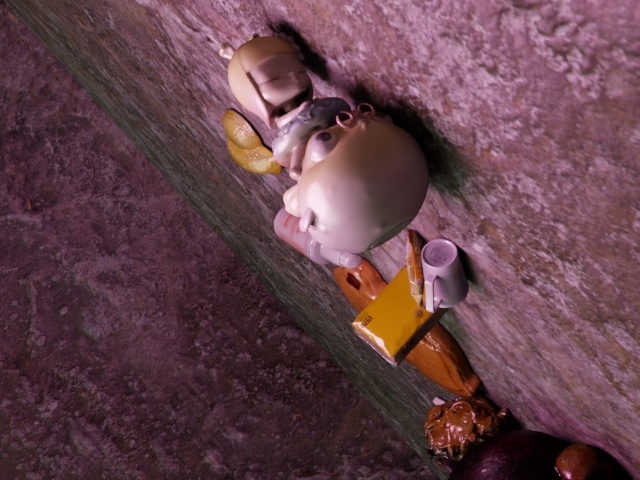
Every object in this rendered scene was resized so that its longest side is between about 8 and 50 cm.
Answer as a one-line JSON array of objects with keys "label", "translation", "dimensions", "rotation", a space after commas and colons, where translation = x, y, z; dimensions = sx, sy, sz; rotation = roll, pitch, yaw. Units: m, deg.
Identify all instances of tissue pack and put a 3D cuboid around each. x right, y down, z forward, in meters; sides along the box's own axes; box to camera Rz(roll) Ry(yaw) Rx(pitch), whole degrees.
[{"label": "tissue pack", "translation": [0.161, 0.152, 1.558], "dimensions": [0.120, 0.169, 0.082], "rotation": [40, 172, 28]}]

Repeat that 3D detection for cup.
[{"label": "cup", "translation": [0.204, 0.067, 1.309], "dimensions": [0.074, 0.104, 0.116], "rotation": [19, 151, 29]}]

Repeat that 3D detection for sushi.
[{"label": "sushi", "translation": [0.354, 0.462, 1.842], "dimensions": [0.213, 0.200, 0.204], "rotation": [25, 149, 45]}]

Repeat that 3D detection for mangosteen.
[{"label": "mangosteen", "translation": [0.447, 0.563, 1.510], "dimensions": [0.382, 0.382, 0.435], "rotation": [49, 151, -14]}]

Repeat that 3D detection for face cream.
[{"label": "face cream", "translation": [0.000, 0.000, 1.766], "dimensions": [0.251, 0.101, 0.101], "rotation": [34, 163, 45]}]

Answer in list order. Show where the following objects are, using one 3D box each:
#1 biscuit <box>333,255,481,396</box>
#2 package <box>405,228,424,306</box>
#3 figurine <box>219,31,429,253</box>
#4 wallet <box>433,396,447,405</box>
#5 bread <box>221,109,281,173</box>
[{"label": "biscuit", "translation": [0.203, 0.218, 1.884], "dimensions": [0.455, 0.078, 0.350], "rotation": [41, 171, 21]}, {"label": "package", "translation": [0.174, 0.051, 1.397], "dimensions": [0.121, 0.031, 0.108], "rotation": [69, -163, -62]}, {"label": "figurine", "translation": [-0.024, -0.146, 1.149], "dimensions": [0.394, 0.226, 0.274], "rotation": [53, 143, 14]}, {"label": "wallet", "translation": [0.408, 0.530, 2.259], "dimensions": [0.124, 0.032, 0.183], "rotation": [54, 167, -23]}, {"label": "bread", "translation": [-0.165, -0.212, 1.737], "dimensions": [0.187, 0.065, 0.149], "rotation": [43, 162, 24]}]
